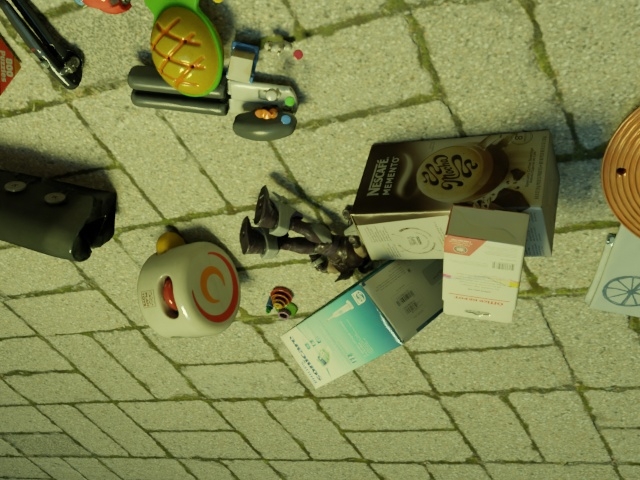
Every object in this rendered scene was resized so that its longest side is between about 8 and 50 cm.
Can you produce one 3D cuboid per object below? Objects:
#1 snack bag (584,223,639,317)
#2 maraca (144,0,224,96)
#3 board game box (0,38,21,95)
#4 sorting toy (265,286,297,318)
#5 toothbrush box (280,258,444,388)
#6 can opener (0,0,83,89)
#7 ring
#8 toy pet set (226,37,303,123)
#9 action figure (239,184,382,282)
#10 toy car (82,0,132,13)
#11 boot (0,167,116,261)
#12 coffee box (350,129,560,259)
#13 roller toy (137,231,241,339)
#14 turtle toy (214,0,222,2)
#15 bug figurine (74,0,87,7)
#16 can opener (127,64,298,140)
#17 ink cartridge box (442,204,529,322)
[{"bbox_3d":[0.637,0.030,1.451,0.323,0.037,0.342,9,139,10],"label":"snack bag"},{"bbox_3d":[-0.208,-0.309,1.323,0.127,0.099,0.185,-2,114,29],"label":"maraca"},{"bbox_3d":[-0.784,-0.278,1.370,0.357,0.356,0.356,-4,136,26],"label":"board game box"},{"bbox_3d":[-0.088,0.144,1.874,0.061,0.042,0.102,5,141,16],"label":"sorting toy"},{"bbox_3d":[0.096,0.126,1.548,0.126,0.216,0.295,56,141,2],"label":"toothbrush box"},{"bbox_3d":[-0.459,-0.324,1.429,0.073,0.059,0.186,-8,136,31],"label":"can opener"},{"bbox_3d":[0.588,-0.105,1.277,0.337,0.032,0.336,9,133,10],"label":"ring"},{"bbox_3d":[-0.089,-0.260,1.356,0.114,0.065,0.122,13,119,-3],"label":"toy pet set"},{"bbox_3d":[0.000,0.000,1.621,0.285,0.099,0.185,18,138,-25],"label":"action figure"},{"bbox_3d":[-0.342,-0.401,1.150,0.225,0.053,0.239,28,155,-13],"label":"toy car"},{"bbox_3d":[-0.650,-0.036,1.621,0.446,0.367,0.146,19,126,3],"label":"boot"},{"bbox_3d":[0.217,-0.068,1.388,0.297,0.168,0.118,-3,138,24],"label":"coffee box"},{"bbox_3d":[-0.273,0.103,1.774,0.146,0.191,0.209,-11,134,33],"label":"roller toy"},{"bbox_3d":[-0.140,-0.400,1.200,0.095,0.066,0.130,-33,120,18],"label":"turtle toy"},{"bbox_3d":[-0.339,-0.445,1.220,0.279,0.072,0.216,-23,127,41],"label":"bug figurine"},{"bbox_3d":[-0.177,-0.221,1.411,0.284,0.095,0.076,7,141,4],"label":"can opener"},{"bbox_3d":[0.247,0.040,1.319,0.115,0.067,0.198,8,141,12],"label":"ink cartridge box"}]
